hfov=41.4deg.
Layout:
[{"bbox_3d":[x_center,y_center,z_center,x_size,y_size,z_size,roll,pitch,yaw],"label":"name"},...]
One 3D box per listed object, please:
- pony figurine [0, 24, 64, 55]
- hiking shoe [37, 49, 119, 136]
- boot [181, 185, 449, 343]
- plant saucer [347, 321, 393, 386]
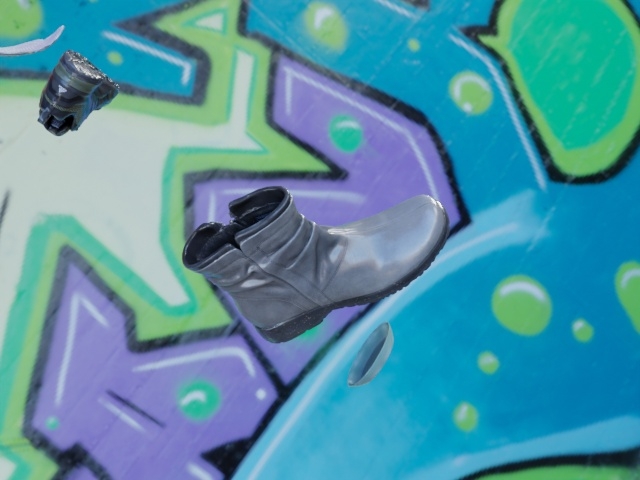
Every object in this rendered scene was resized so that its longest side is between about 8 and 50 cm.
[{"bbox_3d":[-0.314,-0.126,0.430,0.303,0.351,0.363,-19,54,60],"label":"pony figurine"},{"bbox_3d":[-0.363,-0.209,1.229,0.114,0.086,0.227,-50,6,1],"label":"hiking shoe"},{"bbox_3d":[0.000,0.000,1.158,0.338,0.223,0.118,-33,43,5],"label":"boot"},{"bbox_3d":[0.083,0.185,1.345,0.119,0.021,0.119,-56,8,11],"label":"plant saucer"}]
